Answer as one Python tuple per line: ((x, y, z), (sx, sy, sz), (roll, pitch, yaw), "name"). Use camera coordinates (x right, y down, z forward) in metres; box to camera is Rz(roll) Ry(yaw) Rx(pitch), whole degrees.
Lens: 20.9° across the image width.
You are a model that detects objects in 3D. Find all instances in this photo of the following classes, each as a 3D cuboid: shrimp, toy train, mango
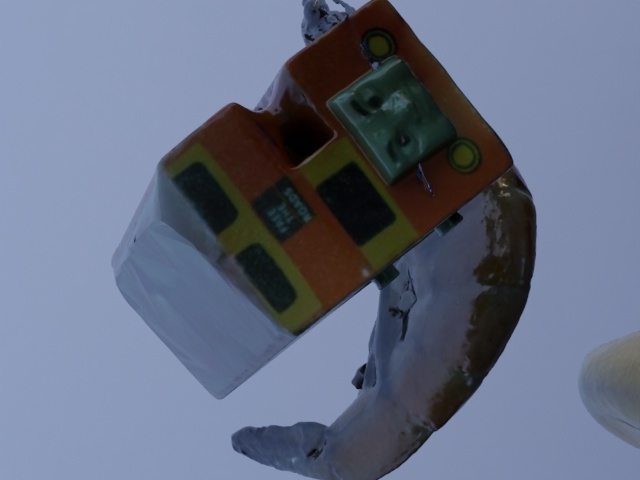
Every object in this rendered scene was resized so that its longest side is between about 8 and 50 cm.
((0.000, 0.000, 0.808), (0.051, 0.262, 0.198), (19, -63, -38), "shrimp")
((-0.009, -0.005, 0.571), (0.099, 0.072, 0.188), (-41, -2, -19), "toy train")
((0.301, 0.120, 1.225), (0.176, 0.316, 0.119), (27, -102, -37), "mango")
